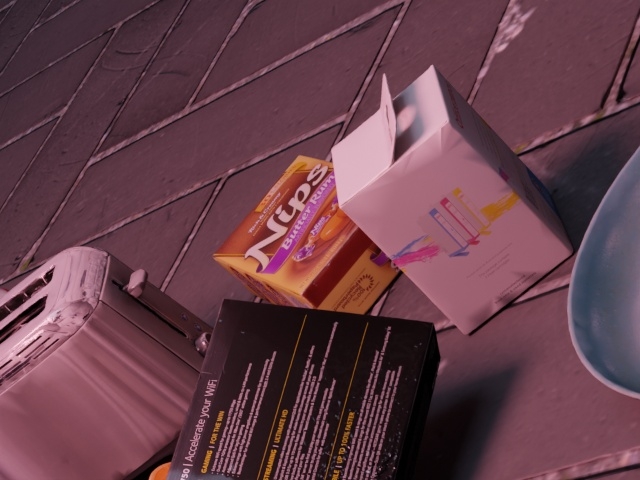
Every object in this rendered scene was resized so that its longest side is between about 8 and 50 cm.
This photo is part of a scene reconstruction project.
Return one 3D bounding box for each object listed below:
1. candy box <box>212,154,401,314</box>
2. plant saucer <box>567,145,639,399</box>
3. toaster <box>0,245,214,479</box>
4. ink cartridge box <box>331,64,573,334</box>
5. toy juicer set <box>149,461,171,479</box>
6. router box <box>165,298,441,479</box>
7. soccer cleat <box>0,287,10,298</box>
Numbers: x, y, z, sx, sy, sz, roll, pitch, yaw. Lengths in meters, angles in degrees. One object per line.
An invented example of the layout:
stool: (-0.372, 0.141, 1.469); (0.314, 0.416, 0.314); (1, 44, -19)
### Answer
candy box: (0.000, 0.000, 1.443); (0.109, 0.053, 0.187); (-50, 21, -9)
plant saucer: (0.268, -0.028, 1.028); (0.317, 0.044, 0.317); (-38, 22, 18)
toaster: (-0.188, 0.111, 1.456); (0.227, 0.146, 0.129); (-37, 23, 22)
ink cartridge box: (0.075, -0.032, 1.240); (0.090, 0.143, 0.092); (-39, 22, 15)
toy juicer set: (-0.121, 0.230, 1.202); (0.209, 0.089, 0.329); (-11, 40, 54)
router box: (-0.013, 0.123, 1.132); (0.133, 0.046, 0.179); (7, 55, 15)
soccer cleat: (-0.325, 0.096, 1.817); (0.116, 0.108, 0.318); (-30, 11, -25)
